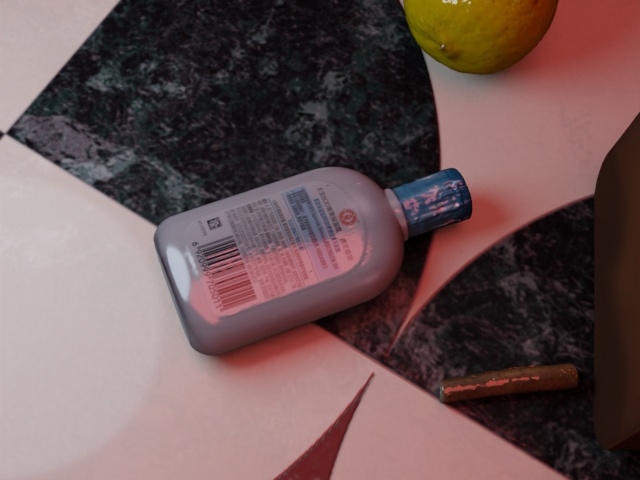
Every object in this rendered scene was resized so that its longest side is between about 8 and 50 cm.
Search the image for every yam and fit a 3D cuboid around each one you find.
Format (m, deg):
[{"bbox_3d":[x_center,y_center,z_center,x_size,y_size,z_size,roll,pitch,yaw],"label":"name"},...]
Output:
[{"bbox_3d":[0.197,0.150,1.104,0.145,0.032,0.032,-7,68,-5],"label":"yam"}]

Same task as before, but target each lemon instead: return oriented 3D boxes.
[{"bbox_3d":[0.187,-0.290,1.207,0.178,0.178,0.203,25,70,7],"label":"lemon"}]

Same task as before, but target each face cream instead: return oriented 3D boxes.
[{"bbox_3d":[0.000,0.000,1.127,0.337,0.080,0.163,-19,69,-11],"label":"face cream"}]

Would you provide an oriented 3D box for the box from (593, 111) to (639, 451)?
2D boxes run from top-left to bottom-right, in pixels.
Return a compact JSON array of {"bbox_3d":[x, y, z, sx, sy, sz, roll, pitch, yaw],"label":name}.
[{"bbox_3d":[0.420,0.044,1.054,0.229,0.239,0.339,9,67,-3],"label":"box"}]
